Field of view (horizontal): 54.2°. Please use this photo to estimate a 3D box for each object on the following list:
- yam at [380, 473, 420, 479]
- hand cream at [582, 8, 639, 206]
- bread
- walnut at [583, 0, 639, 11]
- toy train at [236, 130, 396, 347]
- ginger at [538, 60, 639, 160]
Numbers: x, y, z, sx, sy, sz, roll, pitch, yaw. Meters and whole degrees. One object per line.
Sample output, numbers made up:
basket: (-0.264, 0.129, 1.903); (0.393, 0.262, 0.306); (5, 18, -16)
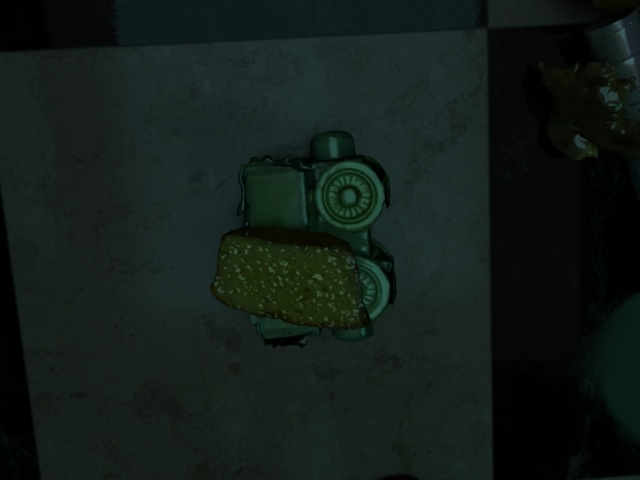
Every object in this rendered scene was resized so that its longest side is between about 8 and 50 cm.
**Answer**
yam: (0.127, 0.440, 0.837); (0.128, 0.238, 0.130); (-15, 106, -7)
hand cream: (0.446, -0.156, 0.850); (0.111, 0.070, 0.312); (-28, 107, 0)
bread: (-0.029, 0.040, 0.703); (0.187, 0.065, 0.103); (6, 103, 16)
walnut: (0.381, -0.377, 0.752); (0.159, 0.159, 0.207); (24, 98, -6)
toy train: (0.000, 0.000, 0.800); (0.188, 0.159, 0.272); (-5, 99, 8)
ginger: (0.377, -0.161, 0.792); (0.214, 0.059, 0.133); (14, 125, 35)
